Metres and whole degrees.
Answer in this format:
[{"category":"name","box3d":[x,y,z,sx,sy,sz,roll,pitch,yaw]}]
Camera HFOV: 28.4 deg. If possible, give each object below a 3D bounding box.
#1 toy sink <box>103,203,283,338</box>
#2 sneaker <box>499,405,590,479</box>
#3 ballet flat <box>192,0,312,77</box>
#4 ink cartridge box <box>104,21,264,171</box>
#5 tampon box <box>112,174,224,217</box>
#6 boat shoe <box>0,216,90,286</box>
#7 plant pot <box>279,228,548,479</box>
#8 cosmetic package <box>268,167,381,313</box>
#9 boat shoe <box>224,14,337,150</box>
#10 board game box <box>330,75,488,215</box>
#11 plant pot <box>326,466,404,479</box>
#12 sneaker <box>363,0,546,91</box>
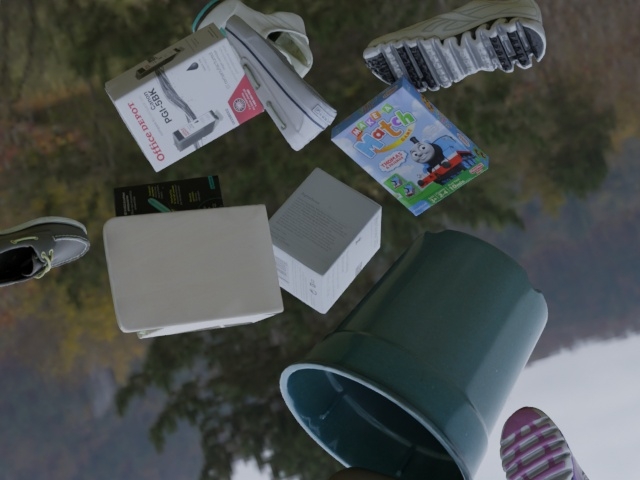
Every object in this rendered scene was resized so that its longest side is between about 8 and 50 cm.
[{"category":"toy sink","box3d":[-0.190,0.046,1.716,0.234,0.153,0.131,-7,171,-28]},{"category":"sneaker","box3d":[0.323,0.329,1.713,0.095,0.236,0.104,-29,179,23]},{"category":"ballet flat","box3d":[-0.088,-0.313,2.122,0.139,0.139,0.400,-18,177,17]},{"category":"ink cartridge box","box3d":[-0.143,-0.150,1.335,0.135,0.099,0.056,-31,-147,-4]},{"category":"tampon box","box3d":[-0.221,-0.014,1.890,0.161,0.120,0.101,-8,138,-7]},{"category":"boat shoe","box3d":[-0.525,0.029,2.206,0.305,0.091,0.109,-8,136,-45]},{"category":"plant pot","box3d":[0.169,0.183,1.978,0.334,0.341,0.341,-52,-164,-26]},{"category":"cosmetic package","box3d":[0.000,0.000,2.317,0.184,0.151,0.151,-49,160,-23]},{"category":"boat shoe","box3d":[-0.071,-0.198,1.573,0.076,0.226,0.083,-47,140,8]},{"category":"board game box","box3d":[0.146,-0.151,2.076,0.160,0.211,0.039,-35,-152,31]},{"category":"plant pot","box3d":[0.148,0.469,1.816,0.274,0.256,0.256,0,-169,38]},{"category":"sneaker","box3d":[0.212,-0.316,2.002,0.292,0.118,0.110,-7,139,19]}]
